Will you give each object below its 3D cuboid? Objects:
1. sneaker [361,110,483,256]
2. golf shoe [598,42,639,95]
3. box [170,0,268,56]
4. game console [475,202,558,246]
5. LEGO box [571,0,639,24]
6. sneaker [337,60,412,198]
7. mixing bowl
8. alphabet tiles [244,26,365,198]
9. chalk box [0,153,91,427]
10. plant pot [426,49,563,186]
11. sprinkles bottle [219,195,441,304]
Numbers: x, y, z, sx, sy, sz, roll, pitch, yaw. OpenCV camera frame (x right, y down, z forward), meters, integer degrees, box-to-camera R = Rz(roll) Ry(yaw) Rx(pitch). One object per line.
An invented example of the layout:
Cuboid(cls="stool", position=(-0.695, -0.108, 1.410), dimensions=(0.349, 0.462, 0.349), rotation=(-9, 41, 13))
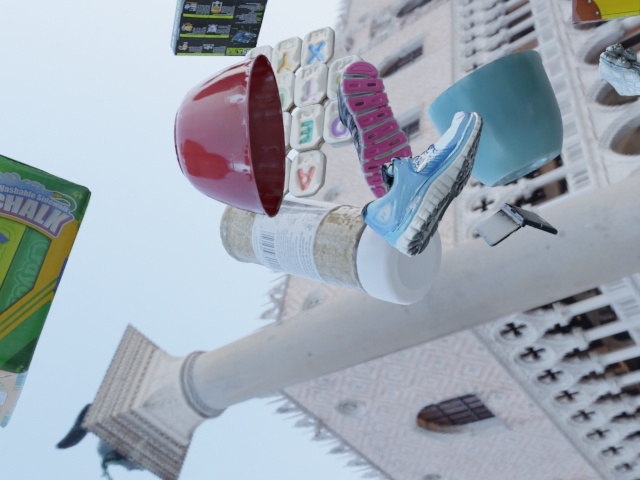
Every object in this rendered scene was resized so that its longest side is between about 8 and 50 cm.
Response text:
Cuboid(cls="sneaker", position=(0.092, -0.065, 0.601), dimensions=(0.162, 0.073, 0.063), rotation=(-53, -21, -27))
Cuboid(cls="golf shoe", position=(0.629, -0.314, 1.320), dimensions=(0.176, 0.069, 0.086), rotation=(46, 160, 29))
Cuboid(cls="box", position=(-0.215, -0.481, 1.431), dimensions=(0.190, 0.184, 0.045), rotation=(-8, -123, -26))
Cuboid(cls="game console", position=(0.364, -0.020, 1.249), dimensions=(0.107, 0.071, 0.122), rotation=(18, -164, -8))
Cuboid(cls="LEGO box", position=(0.621, -0.697, 1.264), dimensions=(0.372, 0.193, 0.500), rotation=(-29, -63, -45))
Cuboid(cls="sneaker", position=(0.062, -0.130, 0.791), dimensions=(0.075, 0.063, 0.170), rotation=(-111, 0, -71))
Cuboid(cls="mixing bowl", position=(-0.104, -0.115, 0.753), dimensions=(0.181, 0.098, 0.182), rotation=(-1, -90, -82))
Cuboid(cls="alphabet tiles", position=(-0.062, -0.190, 1.009), dimensions=(0.021, 0.284, 0.278), rotation=(31, -121, -54))
Cuboid(cls="chalk box", position=(-0.367, 0.018, 0.712), dimensions=(0.180, 0.179, 0.289), rotation=(19, -128, -20))
Cuboid(cls="plant pot", position=(0.435, -0.269, 1.587), dimensions=(0.293, 0.293, 0.235), rotation=(-8, -110, -59))
Cuboid(cls="sprinkles bottle", position=(0.000, 0.000, 0.968), dimensions=(0.121, 0.355, 0.121), rotation=(-10, -75, -42))
